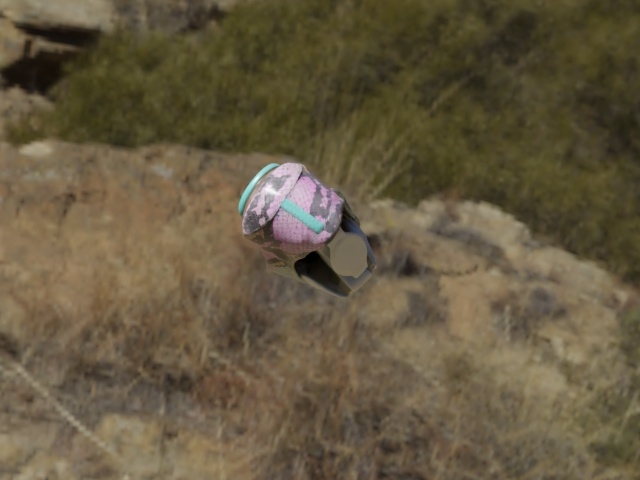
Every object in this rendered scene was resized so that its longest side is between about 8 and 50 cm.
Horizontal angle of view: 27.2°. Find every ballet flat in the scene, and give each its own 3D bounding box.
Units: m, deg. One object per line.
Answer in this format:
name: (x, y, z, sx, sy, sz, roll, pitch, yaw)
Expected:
ballet flat: (0.000, 0.000, 0.912, 0.079, 0.077, 0.221, 38, -1, 10)
